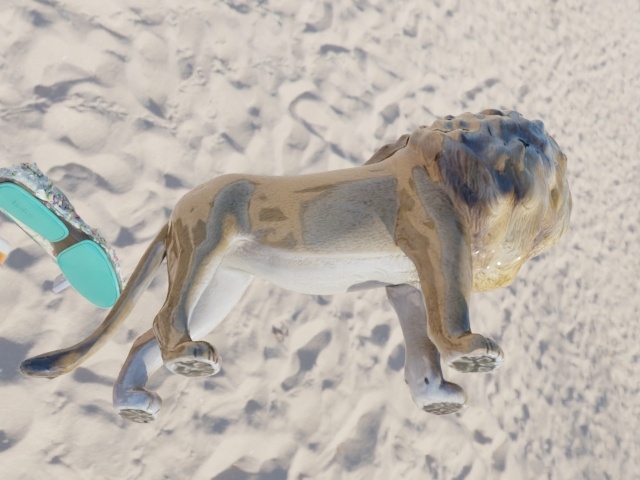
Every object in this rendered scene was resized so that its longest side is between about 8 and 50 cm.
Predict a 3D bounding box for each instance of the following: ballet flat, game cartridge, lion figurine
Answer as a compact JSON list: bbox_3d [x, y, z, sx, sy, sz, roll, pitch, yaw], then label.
[{"bbox_3d":[-0.343,-0.012,0.786,0.077,0.091,0.241,-91,157,-55],"label":"ballet flat"},{"bbox_3d":[-0.529,0.074,1.208,0.017,0.083,0.056,54,-1,-34],"label":"game cartridge"},{"bbox_3d":[0.000,0.000,0.428,0.142,0.392,0.240,88,2,-54],"label":"lion figurine"}]

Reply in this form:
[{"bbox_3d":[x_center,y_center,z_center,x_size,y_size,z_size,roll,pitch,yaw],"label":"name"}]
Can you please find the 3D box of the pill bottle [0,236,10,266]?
[{"bbox_3d":[-0.761,0.132,1.026,0.224,0.224,0.392,35,69,-39],"label":"pill bottle"}]
